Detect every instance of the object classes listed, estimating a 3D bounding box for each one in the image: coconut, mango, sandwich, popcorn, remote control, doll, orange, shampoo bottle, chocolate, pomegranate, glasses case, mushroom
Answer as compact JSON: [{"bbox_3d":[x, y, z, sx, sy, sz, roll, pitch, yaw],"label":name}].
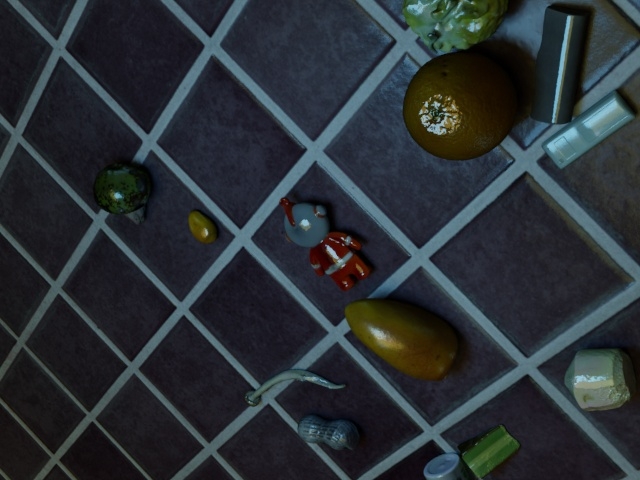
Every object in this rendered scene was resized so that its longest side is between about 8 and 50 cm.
[{"bbox_3d":[0.520,0.260,1.520,0.122,0.116,0.116,-13,106,33],"label":"coconut"},{"bbox_3d":[-0.276,-0.032,1.880,0.060,0.046,0.089,-42,76,35],"label":"mango"},{"bbox_3d":[0.367,0.450,1.766,0.116,0.074,0.074,-40,90,5],"label":"sandwich"},{"bbox_3d":[0.203,-0.410,1.328,0.197,0.212,0.198,-16,68,44],"label":"popcorn"},{"bbox_3d":[0.456,-0.187,1.387,0.061,0.029,0.162,51,128,2],"label":"remote control"},{"bbox_3d":[0.000,0.000,1.717,0.245,0.076,0.142,48,126,-3],"label":"doll"},{"bbox_3d":[0.237,-0.230,1.388,0.206,0.206,0.206,13,119,24],"label":"orange"},{"bbox_3d":[0.335,0.629,1.821,0.092,0.092,0.303,-19,103,35],"label":"shampoo bottle"},{"bbox_3d":[0.020,0.458,1.932,0.166,0.072,0.072,3,115,31],"label":"chocolate"},{"bbox_3d":[-0.459,-0.115,1.914,0.138,0.163,0.126,-5,72,16],"label":"pomegranate"},{"bbox_3d":[0.165,0.194,1.676,0.252,0.154,0.126,28,118,-1],"label":"mango"},{"bbox_3d":[0.398,-0.292,1.359,0.072,0.042,0.191,25,125,39],"label":"glasses case"},{"bbox_3d":[-0.073,0.350,1.956,0.306,0.043,0.068,-20,119,34],"label":"mushroom"}]
